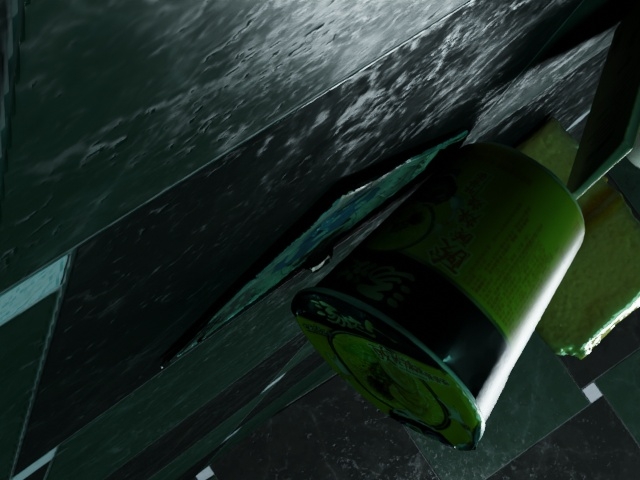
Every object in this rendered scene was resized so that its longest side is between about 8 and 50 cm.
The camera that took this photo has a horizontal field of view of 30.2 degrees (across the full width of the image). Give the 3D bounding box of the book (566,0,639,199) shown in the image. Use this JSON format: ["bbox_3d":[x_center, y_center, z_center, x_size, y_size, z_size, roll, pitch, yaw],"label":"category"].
[{"bbox_3d":[0.270,-0.141,1.064,0.168,0.013,0.192,113,-3,-74],"label":"book"}]

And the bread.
[{"bbox_3d":[0.303,0.011,1.559,0.198,0.263,0.236,-37,173,4],"label":"bread"}]

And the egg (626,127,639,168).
[{"bbox_3d":[0.583,-0.199,1.920,0.217,0.183,0.183,-54,166,26],"label":"egg"}]

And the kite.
[{"bbox_3d":[0.000,0.000,0.990,0.335,0.011,0.314,-37,173,-11],"label":"kite"}]

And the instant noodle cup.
[{"bbox_3d":[0.124,0.040,1.099,0.236,0.215,0.215,-49,176,-20],"label":"instant noodle cup"}]
